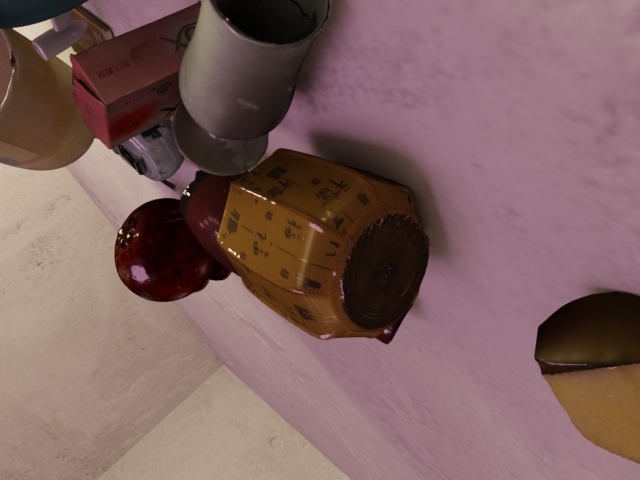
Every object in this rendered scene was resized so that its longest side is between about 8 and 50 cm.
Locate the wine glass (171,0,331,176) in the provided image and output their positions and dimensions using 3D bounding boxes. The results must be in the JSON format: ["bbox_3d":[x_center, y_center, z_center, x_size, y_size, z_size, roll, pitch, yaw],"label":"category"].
[{"bbox_3d":[-0.068,-0.141,0.470,0.103,0.103,0.231,49,156,-1],"label":"wine glass"}]

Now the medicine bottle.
[{"bbox_3d":[-0.575,-0.259,1.068,0.236,0.236,0.406,47,-178,5],"label":"medicine bottle"}]

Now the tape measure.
[{"bbox_3d":[-0.304,-0.132,0.998,0.164,0.084,0.330,39,159,18],"label":"tape measure"}]

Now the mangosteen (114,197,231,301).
[{"bbox_3d":[-0.290,0.029,1.136,0.257,0.215,0.215,24,180,-40],"label":"mangosteen"}]

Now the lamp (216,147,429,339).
[{"bbox_3d":[0.000,0.000,0.515,0.185,0.161,0.161,27,151,45],"label":"lamp"}]

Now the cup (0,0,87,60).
[{"bbox_3d":[-0.377,-0.334,0.656,0.167,0.173,0.300,44,160,17],"label":"cup"}]

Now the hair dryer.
[{"bbox_3d":[-0.033,0.042,0.782,0.312,0.123,0.340,34,169,9],"label":"hair dryer"}]

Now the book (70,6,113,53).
[{"bbox_3d":[-0.376,-0.325,0.897,0.198,0.016,0.138,39,158,24],"label":"book"}]

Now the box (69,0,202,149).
[{"bbox_3d":[-0.170,-0.165,0.561,0.060,0.156,0.111,56,158,0],"label":"box"}]

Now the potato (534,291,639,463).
[{"bbox_3d":[0.208,0.095,0.370,0.096,0.066,0.103,-8,119,37],"label":"potato"}]
